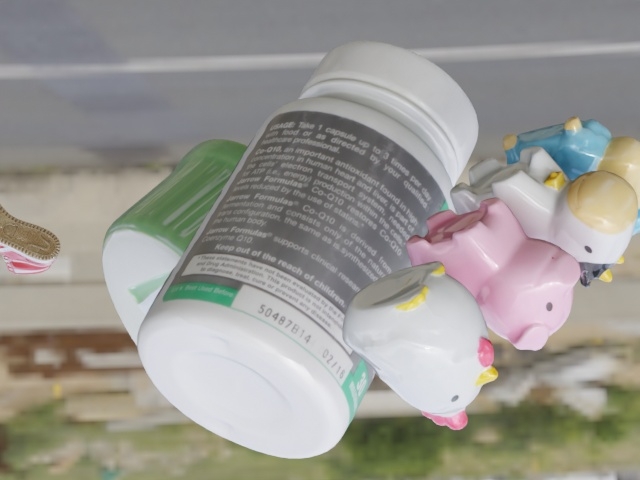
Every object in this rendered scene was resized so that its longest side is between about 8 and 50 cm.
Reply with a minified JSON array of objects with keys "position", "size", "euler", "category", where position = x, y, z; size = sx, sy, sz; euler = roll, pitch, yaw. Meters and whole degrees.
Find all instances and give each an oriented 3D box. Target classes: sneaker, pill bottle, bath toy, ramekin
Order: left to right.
[{"position":[-0.305,-0.006,1.780],"size":[0.118,0.042,0.067],"euler":[30,158,-2],"category":"sneaker"},{"position":[-0.097,0.057,2.011],"size":[0.148,0.303,0.303],"euler":[-37,-169,-28],"category":"ramekin"},{"position":[0.000,0.000,1.711],"size":[0.204,0.361,0.204],"euler":[21,148,14],"category":"pill bottle"},{"position":[0.153,0.026,1.489],"size":[0.151,0.129,0.348],"euler":[-10,-158,40],"category":"bath toy"}]
